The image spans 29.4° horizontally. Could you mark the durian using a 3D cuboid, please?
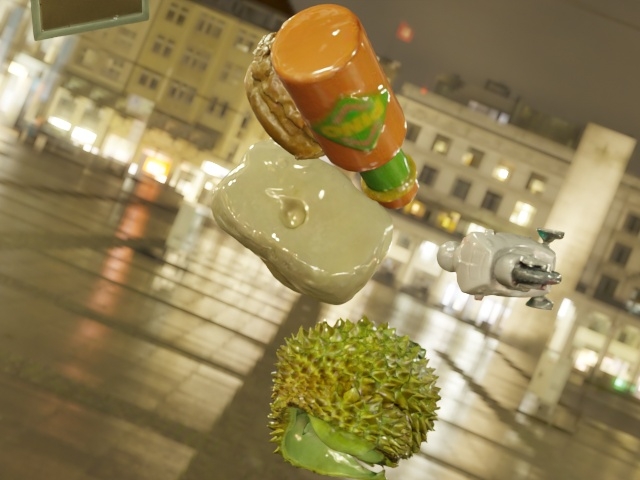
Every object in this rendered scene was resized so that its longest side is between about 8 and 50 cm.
[{"bbox_3d":[0.040,0.186,1.427,0.200,0.176,0.237,23,-27,19],"label":"durian"}]

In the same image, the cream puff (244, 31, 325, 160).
[{"bbox_3d":[-0.013,-0.181,1.478,0.115,0.150,0.165,-27,-57,34],"label":"cream puff"}]

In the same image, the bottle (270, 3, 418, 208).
[{"bbox_3d":[0.028,-0.084,0.870,0.069,0.069,0.187,23,-18,33],"label":"bottle"}]

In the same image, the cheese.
[{"bbox_3d":[0.001,-0.001,1.772,0.248,0.173,0.251,32,-15,34],"label":"cheese"}]

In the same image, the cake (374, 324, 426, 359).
[{"bbox_3d":[0.087,0.183,1.733,0.100,0.235,0.099,24,44,6],"label":"cake"}]

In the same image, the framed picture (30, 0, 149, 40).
[{"bbox_3d":[-0.254,-0.315,1.336,0.142,0.183,0.011,-17,39,-27],"label":"framed picture"}]

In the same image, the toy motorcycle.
[{"bbox_3d":[0.243,0.030,1.662,0.171,0.110,0.260,10,5,6],"label":"toy motorcycle"}]
